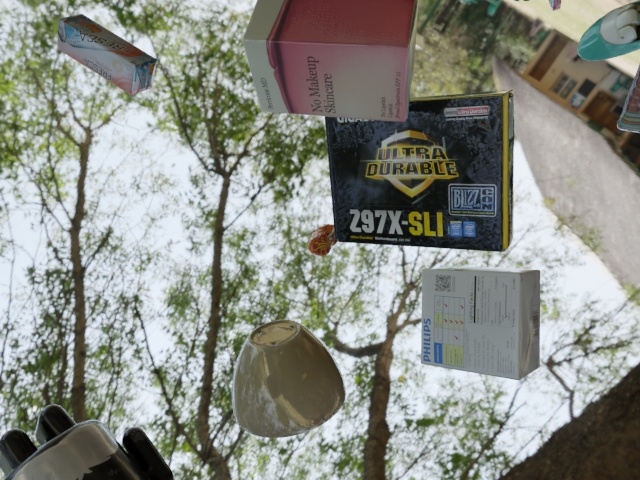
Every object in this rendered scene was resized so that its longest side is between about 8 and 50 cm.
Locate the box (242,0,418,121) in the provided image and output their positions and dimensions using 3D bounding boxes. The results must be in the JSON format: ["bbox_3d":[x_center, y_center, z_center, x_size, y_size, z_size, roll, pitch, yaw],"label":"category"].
[{"bbox_3d":[0.022,-0.276,0.827,0.232,0.149,0.127,6,-120,11],"label":"box"}]

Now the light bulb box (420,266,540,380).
[{"bbox_3d":[0.567,0.275,1.987,0.360,0.359,0.225,1,-179,38],"label":"light bulb box"}]

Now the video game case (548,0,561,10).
[{"bbox_3d":[0.603,-0.781,1.461,0.285,0.025,0.204,54,-153,-61],"label":"video game case"}]

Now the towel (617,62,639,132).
[{"bbox_3d":[0.590,-0.196,0.673,0.369,0.272,0.040,15,-120,20],"label":"towel"}]

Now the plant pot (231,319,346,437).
[{"bbox_3d":[-0.091,0.305,1.353,0.283,0.191,0.284,-10,-161,3],"label":"plant pot"}]

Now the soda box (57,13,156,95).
[{"bbox_3d":[-0.387,-0.338,1.011,0.183,0.063,0.058,32,-141,10],"label":"soda box"}]

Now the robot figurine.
[{"bbox_3d":[-0.334,0.371,0.781,0.278,0.209,0.173,46,172,10],"label":"robot figurine"}]

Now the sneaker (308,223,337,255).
[{"bbox_3d":[0.000,0.000,1.503,0.067,0.064,0.175,5,-164,21],"label":"sneaker"}]

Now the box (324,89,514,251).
[{"bbox_3d":[0.171,-0.120,0.981,0.321,0.257,0.079,4,-160,29],"label":"box"}]

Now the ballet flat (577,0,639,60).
[{"bbox_3d":[0.536,-0.364,0.903,0.087,0.247,0.083,2,-98,-50],"label":"ballet flat"}]
